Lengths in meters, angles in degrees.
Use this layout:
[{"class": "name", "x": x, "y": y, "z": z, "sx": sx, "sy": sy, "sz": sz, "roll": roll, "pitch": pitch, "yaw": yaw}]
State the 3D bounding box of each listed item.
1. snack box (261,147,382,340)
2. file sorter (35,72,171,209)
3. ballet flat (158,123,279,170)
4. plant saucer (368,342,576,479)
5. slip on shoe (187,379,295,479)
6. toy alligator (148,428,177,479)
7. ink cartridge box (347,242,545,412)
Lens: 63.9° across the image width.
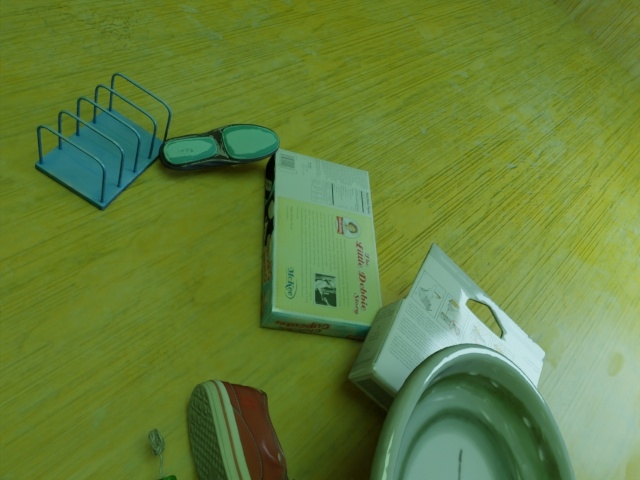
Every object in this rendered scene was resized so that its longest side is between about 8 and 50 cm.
[{"class": "snack box", "x": 0.000, "y": 0.000, "z": 0.866, "sx": 0.187, "sy": 0.060, "sz": 0.321, "roll": 12, "pitch": 55, "yaw": -20}, {"class": "file sorter", "x": -0.324, "y": -0.158, "z": 0.785, "sx": 0.118, "sy": 0.104, "sz": 0.170, "roll": 33, "pitch": 50, "yaw": -3}, {"class": "ballet flat", "x": -0.173, "y": -0.156, "z": 0.876, "sx": 0.203, "sy": 0.074, "sz": 0.074, "roll": -12, "pitch": 65, "yaw": -21}, {"class": "plant saucer", "x": 0.171, "y": 0.326, "z": 0.601, "sx": 0.401, "sy": 0.101, "sz": 0.400, "roll": 17, "pitch": 64, "yaw": -38}, {"class": "slip on shoe", "x": -0.067, "y": 0.311, "z": 0.585, "sx": 0.101, "sy": 0.123, "sz": 0.331, "roll": 5, "pitch": 45, "yaw": -35}, {"class": "toy alligator", "x": -0.176, "y": 0.314, "z": 0.580, "sx": 0.051, "sy": 0.056, "sz": 0.189, "roll": -30, "pitch": 70, "yaw": 5}, {"class": "ink cartridge box", "x": 0.213, "y": 0.194, "z": 0.801, "sx": 0.296, "sy": 0.066, "sz": 0.261, "roll": 43, "pitch": 51, "yaw": -11}]
